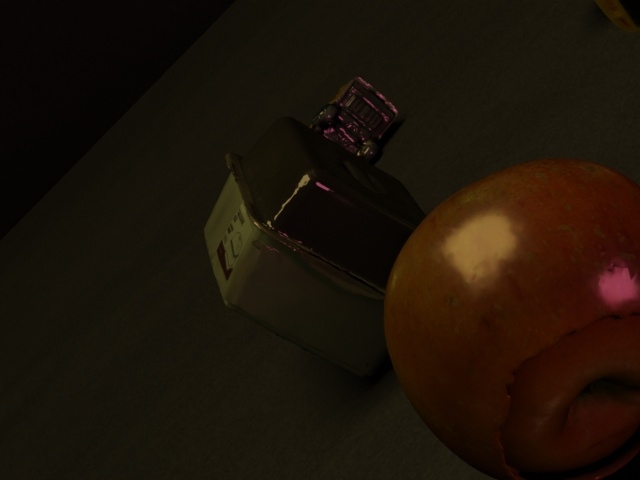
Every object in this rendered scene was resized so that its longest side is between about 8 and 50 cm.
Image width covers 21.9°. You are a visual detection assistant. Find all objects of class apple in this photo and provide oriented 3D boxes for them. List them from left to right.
[{"bbox_3d":[0.164,0.064,1.196,0.237,0.237,0.207,-40,62,22],"label":"apple"}]

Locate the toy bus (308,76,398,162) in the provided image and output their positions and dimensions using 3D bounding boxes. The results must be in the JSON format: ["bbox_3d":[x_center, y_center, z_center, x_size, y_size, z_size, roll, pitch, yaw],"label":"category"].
[{"bbox_3d":[-0.014,-0.083,2.121,0.268,0.092,0.106,-52,9,-12],"label":"toy bus"}]

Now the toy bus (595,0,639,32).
[{"bbox_3d":[0.334,-0.316,1.615,0.152,0.144,0.330,-20,39,27],"label":"toy bus"}]

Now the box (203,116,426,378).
[{"bbox_3d":[0.000,0.000,1.712,0.166,0.220,0.290,-57,17,11],"label":"box"}]
